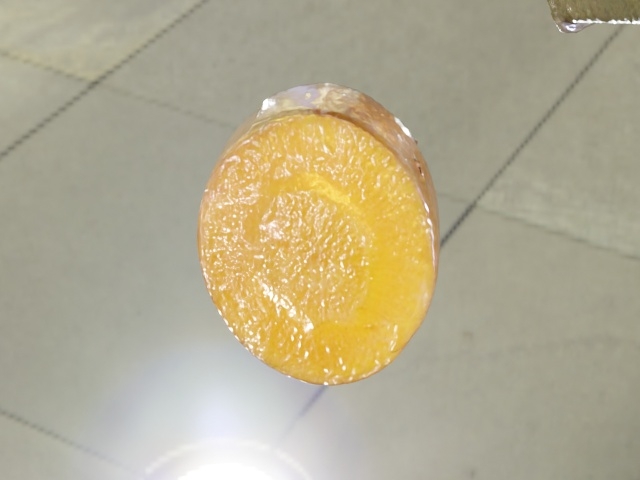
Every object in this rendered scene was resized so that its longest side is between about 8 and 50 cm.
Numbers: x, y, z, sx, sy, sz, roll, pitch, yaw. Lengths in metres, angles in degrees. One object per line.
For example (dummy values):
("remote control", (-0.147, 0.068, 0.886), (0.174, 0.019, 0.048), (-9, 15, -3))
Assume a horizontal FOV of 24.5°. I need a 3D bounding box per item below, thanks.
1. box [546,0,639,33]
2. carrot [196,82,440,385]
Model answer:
("box", (0.223, -0.288, 0.977), (0.184, 0.273, 0.143), (-24, 17, -14))
("carrot", (0.000, 0.000, 1.472), (0.258, 0.307, 0.100), (10, 26, 19))
